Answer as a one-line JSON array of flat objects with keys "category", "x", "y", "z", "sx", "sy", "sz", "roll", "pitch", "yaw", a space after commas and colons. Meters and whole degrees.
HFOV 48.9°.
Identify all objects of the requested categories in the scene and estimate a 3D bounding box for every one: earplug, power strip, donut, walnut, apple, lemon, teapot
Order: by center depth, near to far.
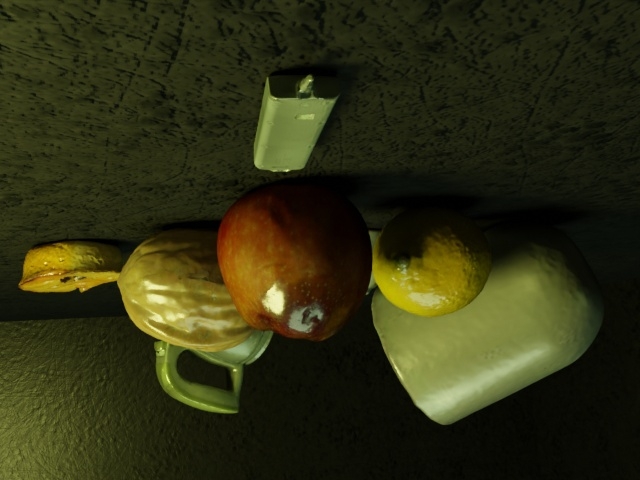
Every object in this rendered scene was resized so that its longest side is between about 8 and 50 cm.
[{"category": "power strip", "x": -0.027, "y": -0.111, "z": 0.666, "sx": 0.060, "sy": 0.027, "sz": 0.253, "roll": -2, "pitch": 170, "yaw": -9}, {"category": "apple", "x": -0.035, "y": 0.033, "z": 0.979, "sx": 0.229, "sy": 0.230, "sz": 0.230, "roll": -4, "pitch": 171, "yaw": -1}, {"category": "lemon", "x": 0.181, "y": 0.033, "z": 1.157, "sx": 0.186, "sy": 0.187, "sz": 0.244, "roll": -12, "pitch": 168, "yaw": 39}, {"category": "walnut", "x": -0.212, "y": 0.081, "z": 1.200, "sx": 0.260, "sy": 0.225, "sz": 0.225, "roll": 4, "pitch": 169, "yaw": -18}, {"category": "donut", "x": -0.454, "y": 0.044, "z": 1.292, "sx": 0.190, "sy": 0.075, "sz": 0.174, "roll": -15, "pitch": 165, "yaw": 33}, {"category": "earplug", "x": 0.345, "y": 0.144, "z": 1.382, "sx": 0.394, "sy": 0.313, "sz": 0.312, "roll": -30, "pitch": 162, "yaw": 18}, {"category": "teapot", "x": -0.258, "y": 0.184, "z": 1.533, "sx": 0.239, "sy": 0.322, "sz": 0.239, "roll": 16, "pitch": -176, "yaw": -39}]

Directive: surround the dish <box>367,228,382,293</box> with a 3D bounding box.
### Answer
[{"category": "dish", "x": 0.031, "y": 0.055, "z": 1.431, "sx": 0.256, "sy": 0.117, "sz": 0.256, "roll": -3, "pitch": 171, "yaw": -1}]
